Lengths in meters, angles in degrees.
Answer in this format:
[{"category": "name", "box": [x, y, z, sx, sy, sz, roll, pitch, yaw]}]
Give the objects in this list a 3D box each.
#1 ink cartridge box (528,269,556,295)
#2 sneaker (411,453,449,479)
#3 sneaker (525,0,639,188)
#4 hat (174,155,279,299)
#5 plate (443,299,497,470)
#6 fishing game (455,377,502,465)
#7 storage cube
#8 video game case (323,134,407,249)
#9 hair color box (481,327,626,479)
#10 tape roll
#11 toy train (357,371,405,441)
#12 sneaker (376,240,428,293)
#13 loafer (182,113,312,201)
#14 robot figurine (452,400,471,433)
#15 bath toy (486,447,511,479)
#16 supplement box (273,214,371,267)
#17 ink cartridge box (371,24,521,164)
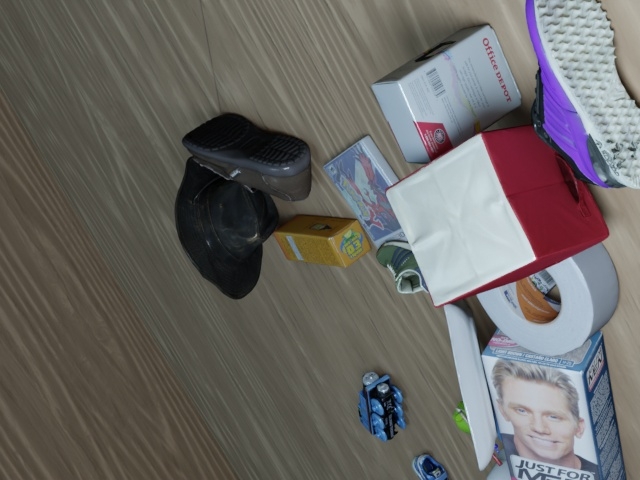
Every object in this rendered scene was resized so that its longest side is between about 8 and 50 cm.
[{"category": "ink cartridge box", "box": [0.334, 0.072, 1.739, 0.063, 0.029, 0.115, 49, 154, 13]}, {"category": "sneaker", "box": [0.262, 0.539, 2.423, 0.144, 0.053, 0.059, 49, 152, 11]}, {"category": "sneaker", "box": [0.310, -0.189, 1.373, 0.146, 0.102, 0.293, 0, 121, 61]}, {"category": "hat", "box": [-0.167, -0.045, 2.297, 0.133, 0.331, 0.331, -19, 109, 24]}, {"category": "plate", "box": [0.259, 0.227, 1.841, 0.277, 0.045, 0.278, -8, -94, -83]}, {"category": "fishing game", "box": [0.356, 0.300, 1.945, 0.189, 0.041, 0.264, 51, 139, 9]}, {"category": "storage cube", "box": [0.238, -0.035, 1.473, 0.215, 0.193, 0.184, -30, 79, 41]}, {"category": "video game case", "box": [0.099, -0.080, 1.976, 0.201, 0.023, 0.183, 56, 155, -2]}, {"category": "hair color box", "box": [0.389, 0.299, 1.782, 0.173, 0.105, 0.347, 6, 129, 34]}, {"category": "tape roll", "box": [0.334, 0.061, 1.628, 0.219, 0.072, 0.219, 29, 134, 35]}, {"category": "toy train", "box": [0.131, 0.369, 2.416, 0.105, 0.080, 0.184, 41, 153, 40]}, {"category": "sneaker", "box": [0.152, 0.054, 1.948, 0.064, 0.086, 0.192, 43, 158, -29]}, {"category": "loafer", "box": [-0.152, -0.154, 2.198, 0.366, 0.133, 0.130, 26, 142, 47]}, {"category": "robot figurine", "box": [0.306, 0.343, 2.081, 0.101, 0.067, 0.115, 36, 165, -28]}, {"category": "bath toy", "box": [0.378, 0.564, 2.119, 0.151, 0.129, 0.348, 31, 139, 44]}, {"category": "supplement box", "box": [0.000, 0.000, 2.188, 0.233, 0.078, 0.080, 4, 125, 60]}, {"category": "ink cartridge box", "box": [0.178, -0.203, 1.505, 0.072, 0.175, 0.127, 8, 128, 61]}]
